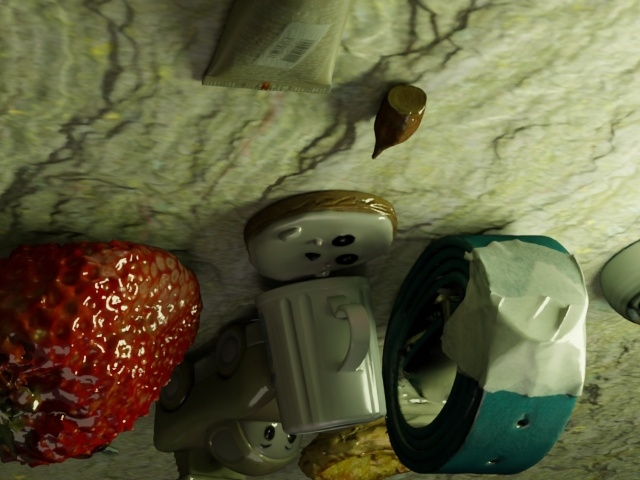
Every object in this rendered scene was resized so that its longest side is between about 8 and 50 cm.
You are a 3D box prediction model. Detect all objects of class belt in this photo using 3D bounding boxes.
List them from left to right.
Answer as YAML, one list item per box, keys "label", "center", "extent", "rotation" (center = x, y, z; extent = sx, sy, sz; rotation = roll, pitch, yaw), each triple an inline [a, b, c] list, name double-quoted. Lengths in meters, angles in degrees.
- label: "belt"
  center: [0.217, 0.166, 1.547]
  extent: [0.173, 0.300, 0.436]
  rotation: [-1, 151, -13]

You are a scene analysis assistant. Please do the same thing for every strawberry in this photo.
- label: "strawberry"
  center: [-0.298, 0.125, 1.429]
  extent: [0.351, 0.267, 0.312]
  rotation: [-17, 157, -39]

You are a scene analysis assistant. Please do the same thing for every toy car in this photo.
- label: "toy car"
  center: [-0.099, 0.281, 1.769]
  extent: [0.242, 0.226, 0.336]
  rotation: [18, 144, -38]

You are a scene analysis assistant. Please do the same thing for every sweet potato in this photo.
- label: "sweet potato"
  center: [0.079, -0.125, 1.238]
  extent: [0.049, 0.049, 0.117]
  rotation: [4, 147, -20]

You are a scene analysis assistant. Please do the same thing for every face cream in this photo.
- label: "face cream"
  center: [-0.023, -0.219, 1.023]
  extent: [0.137, 0.084, 0.341]
  rotation: [2, 159, -12]

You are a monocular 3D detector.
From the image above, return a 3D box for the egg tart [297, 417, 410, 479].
- label: "egg tart"
  center: [0.119, 0.367, 2.086]
  extent: [0.341, 0.129, 0.341]
  rotation: [-7, 153, -4]

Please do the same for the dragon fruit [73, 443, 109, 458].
- label: "dragon fruit"
  center: [-0.397, 0.297, 1.859]
  extent: [0.121, 0.130, 0.142]
  rotation: [22, 158, 16]

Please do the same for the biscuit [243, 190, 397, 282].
- label: "biscuit"
  center: [0.000, 0.000, 1.458]
  extent: [0.208, 0.049, 0.181]
  rotation: [-13, 153, 15]

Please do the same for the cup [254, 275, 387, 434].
- label: "cup"
  center: [0.001, 0.158, 1.538]
  extent: [0.167, 0.202, 0.221]
  rotation: [-11, 169, 7]

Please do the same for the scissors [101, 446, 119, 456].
- label: "scissors"
  center: [-0.491, 0.362, 2.034]
  extent: [0.191, 0.029, 0.360]
  rotation: [-23, 148, 25]

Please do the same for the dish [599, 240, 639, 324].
- label: "dish"
  center: [0.568, 0.088, 1.667]
  extent: [0.273, 0.134, 0.273]
  rotation: [-4, 152, -2]
